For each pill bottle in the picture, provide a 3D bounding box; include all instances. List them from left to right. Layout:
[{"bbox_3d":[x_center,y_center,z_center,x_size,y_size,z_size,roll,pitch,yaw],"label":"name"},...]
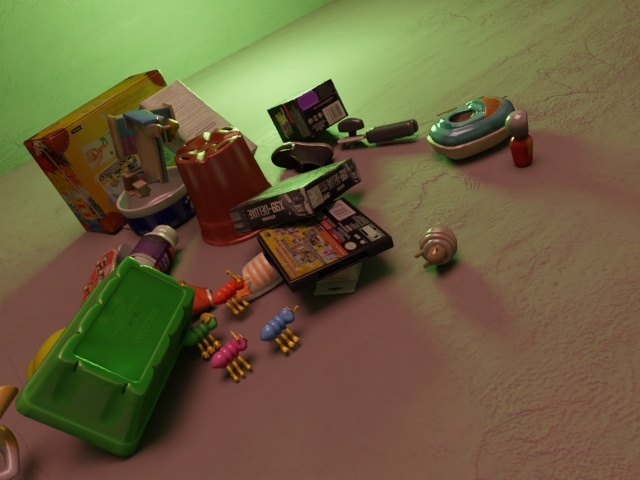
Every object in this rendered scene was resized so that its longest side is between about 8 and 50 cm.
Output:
[{"bbox_3d":[-0.476,0.044,1.569,0.108,0.108,0.193,-8,36,20],"label":"pill bottle"}]

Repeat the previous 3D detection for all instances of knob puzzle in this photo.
[{"bbox_3d":[-0.635,0.093,1.575,0.213,0.030,0.213,-37,36,33],"label":"knob puzzle"}]

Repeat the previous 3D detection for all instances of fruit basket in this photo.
[{"bbox_3d":[-0.464,0.260,1.186,0.392,0.283,0.392,-58,11,19],"label":"fruit basket"}]

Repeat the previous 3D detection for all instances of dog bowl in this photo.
[{"bbox_3d":[-0.533,-0.136,1.848,0.265,0.104,0.264,-15,34,10],"label":"dog bowl"}]

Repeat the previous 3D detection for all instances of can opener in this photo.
[{"bbox_3d":[0.174,-0.357,1.793,0.281,0.093,0.074,0,26,31],"label":"can opener"}]

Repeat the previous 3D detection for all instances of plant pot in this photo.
[{"bbox_3d":[-0.278,-0.170,1.620,0.273,0.265,0.272,-15,34,10],"label":"plant pot"}]

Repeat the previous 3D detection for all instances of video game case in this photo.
[{"bbox_3d":[0.000,0.000,1.303,0.248,0.035,0.275,-24,30,-11],"label":"video game case"}]

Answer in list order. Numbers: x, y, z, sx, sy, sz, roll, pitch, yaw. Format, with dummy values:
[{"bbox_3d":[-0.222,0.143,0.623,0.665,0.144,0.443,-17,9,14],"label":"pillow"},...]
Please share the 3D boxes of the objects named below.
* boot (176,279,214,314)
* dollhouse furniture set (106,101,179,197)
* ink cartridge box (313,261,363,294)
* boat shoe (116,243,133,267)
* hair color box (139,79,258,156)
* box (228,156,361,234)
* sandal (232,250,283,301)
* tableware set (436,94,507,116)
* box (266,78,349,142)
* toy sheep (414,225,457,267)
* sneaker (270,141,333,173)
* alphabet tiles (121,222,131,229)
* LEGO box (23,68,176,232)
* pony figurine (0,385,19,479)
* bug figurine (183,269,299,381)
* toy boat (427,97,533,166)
[{"bbox_3d":[-0.321,0.139,1.402,0.085,0.059,0.158,-19,30,-21],"label":"boot"},{"bbox_3d":[-0.468,-0.263,1.672,0.198,0.286,0.303,-24,33,-33],"label":"dollhouse furniture set"},{"bbox_3d":[0.042,0.045,1.313,0.105,0.061,0.181,-7,35,21],"label":"ink cartridge box"},{"bbox_3d":[-0.599,0.098,1.615,0.083,0.065,0.183,-32,36,31],"label":"boat shoe"},{"bbox_3d":[-0.424,-0.366,1.917,0.374,0.113,0.185,40,55,3],"label":"hair color box"},{"bbox_3d":[-0.061,-0.123,1.487,0.243,0.076,0.307,-14,14,31],"label":"box"},{"bbox_3d":[-0.118,0.055,1.377,0.265,0.076,0.102,-29,34,-11],"label":"sandal"},{"bbox_3d":[0.480,-0.407,1.740,0.194,0.039,0.128,-24,21,-15],"label":"tableware set"},{"bbox_3d":[-0.051,-0.448,1.945,0.165,0.143,0.270,-34,18,-18],"label":"box"},{"bbox_3d":[0.259,0.011,1.223,0.091,0.091,0.132,-7,31,22],"label":"toy sheep"},{"bbox_3d":[-0.077,-0.260,1.801,0.222,0.083,0.118,-3,38,24],"label":"sneaker"},{"bbox_3d":[-0.546,-0.106,1.916,0.198,0.009,0.237,9,44,38],"label":"alphabet tiles"},{"bbox_3d":[-0.707,-0.326,1.985,0.193,0.372,0.500,4,40,39],"label":"LEGO box"},{"bbox_3d":[-0.698,0.458,0.954,0.351,0.302,0.363,-5,48,-20],"label":"pony figurine"},{"bbox_3d":[-0.184,0.180,1.212,0.279,0.072,0.216,25,62,43],"label":"bug figurine"},{"bbox_3d":[0.459,-0.312,1.511,0.268,0.148,0.318,-29,33,-11],"label":"toy boat"}]
